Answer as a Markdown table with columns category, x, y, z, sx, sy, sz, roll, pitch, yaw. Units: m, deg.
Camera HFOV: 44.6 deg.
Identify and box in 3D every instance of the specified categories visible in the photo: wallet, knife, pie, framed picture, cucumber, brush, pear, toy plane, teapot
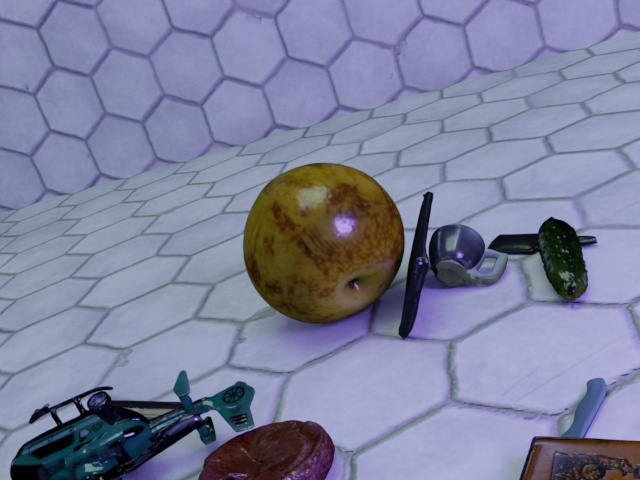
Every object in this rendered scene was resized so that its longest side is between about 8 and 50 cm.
| category | x | y | z | sx | sy | sz | roll | pitch | yaw |
| --- | --- | --- | --- | --- | --- | --- | --- | --- | --- |
| wallet | 0.158 | 0.033 | 1.265 | 0.030 | 0.146 | 0.285 | 13 | 26 | 6 |
| knife | 0.274 | 0.214 | 0.848 | 0.028 | 0.015 | 0.210 | 5 | 30 | 35 |
| pie | -0.069 | 0.277 | 0.934 | 0.182 | 0.049 | 0.182 | -19 | 14 | 5 |
| framed picture | -0.313 | 0.298 | 1.165 | 0.199 | 0.010 | 0.195 | -6 | 23 | 32 |
| cucumber | 0.371 | 0.028 | 1.195 | 0.069 | 0.069 | 0.227 | -13 | 25 | 15 |
| brush | 0.376 | 0.002 | 1.323 | 0.193 | 0.016 | 0.063 | -1 | 32 | 39 |
| pear | 0.000 | 0.000 | 1.297 | 0.281 | 0.280 | 0.280 | -17 | 19 | 6 |
| toy plane | -0.265 | 0.270 | 1.038 | 0.382 | 0.106 | 0.155 | -22 | 30 | -3 |
| wallet | 0.257 | 0.247 | 0.711 | 0.161 | 0.042 | 0.195 | -3 | 27 | 29 |
| teapot | 0.234 | 0.029 | 1.279 | 0.124 | 0.092 | 0.090 | -13 | 33 | 30 |
